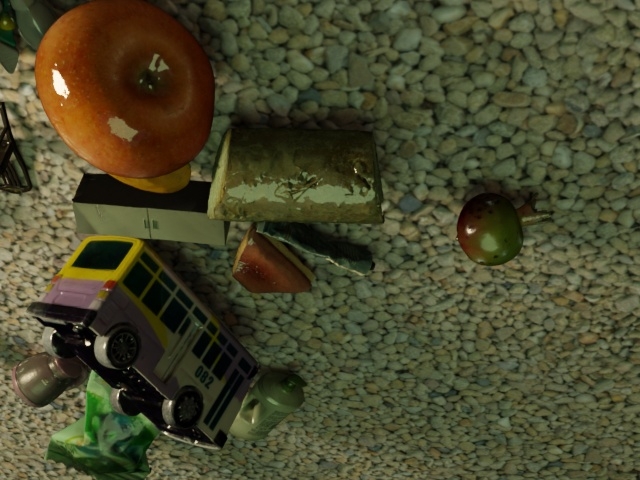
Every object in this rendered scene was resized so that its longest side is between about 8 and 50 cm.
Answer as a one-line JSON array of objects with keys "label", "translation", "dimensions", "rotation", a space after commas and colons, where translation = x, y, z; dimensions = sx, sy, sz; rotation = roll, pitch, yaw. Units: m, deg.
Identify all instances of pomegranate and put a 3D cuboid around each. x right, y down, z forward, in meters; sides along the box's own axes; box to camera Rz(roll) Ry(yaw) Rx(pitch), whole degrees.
[{"label": "pomegranate", "translation": [0.307, -0.031, 1.550], "dimensions": [0.129, 0.129, 0.159], "rotation": [35, 110, -27]}]

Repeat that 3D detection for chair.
[{"label": "chair", "translation": [-0.572, -0.130, 1.565], "dimensions": [0.084, 0.101, 0.212], "rotation": [3, 135, 4]}]

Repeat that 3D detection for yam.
[{"label": "yam", "translation": [-0.044, -0.105, 1.483], "dimensions": [0.304, 0.168, 0.168], "rotation": [2, 136, 3]}]

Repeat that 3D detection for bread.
[{"label": "bread", "translation": [-0.108, 0.040, 1.709], "dimensions": [0.119, 0.067, 0.192], "rotation": [-24, 130, 19]}]

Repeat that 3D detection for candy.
[{"label": "candy", "translation": [-0.437, 0.389, 2.052], "dimensions": [0.263, 0.172, 0.398], "rotation": [21, 122, -20]}]

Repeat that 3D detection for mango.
[{"label": "mango", "translation": [-0.309, -0.156, 1.499], "dimensions": [0.227, 0.109, 0.147], "rotation": [33, 126, -27]}]

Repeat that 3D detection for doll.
[{"label": "doll", "translation": [-0.501, -0.320, 1.308], "dimensions": [0.195, 0.153, 0.258], "rotation": [-34, 152, 0]}]

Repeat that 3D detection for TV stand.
[{"label": "TV stand", "translation": [-0.299, -0.057, 1.617], "dimensions": [0.270, 0.088, 0.082], "rotation": [4, 136, 2]}]

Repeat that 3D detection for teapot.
[{"label": "teapot", "translation": [-0.595, 0.307, 2.018], "dimensions": [0.146, 0.116, 0.148], "rotation": [-31, 121, 19]}]

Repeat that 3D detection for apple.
[{"label": "apple", "translation": [-0.279, -0.223, 1.323], "dimensions": [0.252, 0.206, 0.271], "rotation": [-24, 99, -16]}]

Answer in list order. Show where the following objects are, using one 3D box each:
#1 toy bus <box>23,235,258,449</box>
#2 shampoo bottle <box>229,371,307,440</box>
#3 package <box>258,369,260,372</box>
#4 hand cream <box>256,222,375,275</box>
[{"label": "toy bus", "translation": [-0.327, 0.203, 1.772], "dimensions": [0.209, 0.249, 0.440], "rotation": [2, 141, 41]}, {"label": "shampoo bottle", "translation": [-0.116, 0.364, 2.032], "dimensions": [0.118, 0.087, 0.234], "rotation": [26, 133, -20]}, {"label": "package", "translation": [-0.181, 0.286, 2.003], "dimensions": [0.083, 0.029, 0.059], "rotation": [30, 136, -34]}, {"label": "hand cream", "translation": [0.000, -0.001, 1.654], "dimensions": [0.248, 0.075, 0.052], "rotation": [28, 127, -25]}]
